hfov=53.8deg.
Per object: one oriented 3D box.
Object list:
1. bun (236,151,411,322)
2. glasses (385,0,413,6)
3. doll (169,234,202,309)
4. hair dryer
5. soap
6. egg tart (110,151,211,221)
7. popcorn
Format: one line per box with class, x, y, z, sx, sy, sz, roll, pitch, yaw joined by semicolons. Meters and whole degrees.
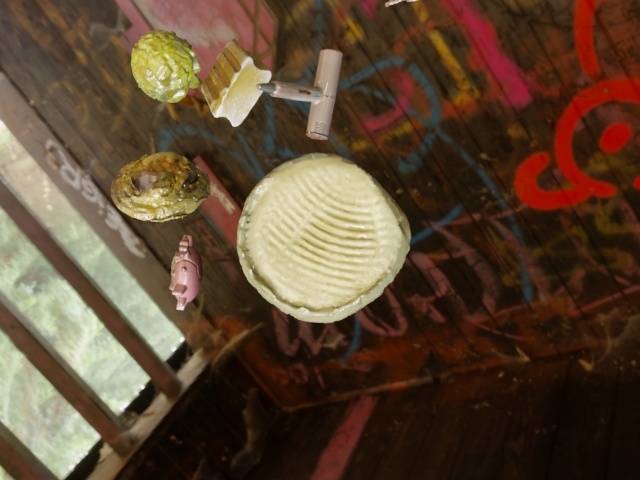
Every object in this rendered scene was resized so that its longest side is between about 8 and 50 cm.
bun;0.000;0.000;0.964;0.259;0.259;0.152;-36;169;1
glasses;0.197;-0.525;1.244;0.162;0.095;0.255;-31;-167;3
doll;-0.397;0.093;1.870;0.261;0.093;0.211;99;-6;-53
hair dryer;-0.049;-0.337;1.340;0.054;0.221;0.195;8;-94;44
soap;-0.223;-0.414;1.630;0.173;0.089;0.274;-53;-152;13
egg tart;-0.464;-0.176;1.851;0.297;0.297;0.132;-49;160;-40
popcorn;-0.410;-0.470;1.716;0.213;0.197;0.198;-5;169;-44
